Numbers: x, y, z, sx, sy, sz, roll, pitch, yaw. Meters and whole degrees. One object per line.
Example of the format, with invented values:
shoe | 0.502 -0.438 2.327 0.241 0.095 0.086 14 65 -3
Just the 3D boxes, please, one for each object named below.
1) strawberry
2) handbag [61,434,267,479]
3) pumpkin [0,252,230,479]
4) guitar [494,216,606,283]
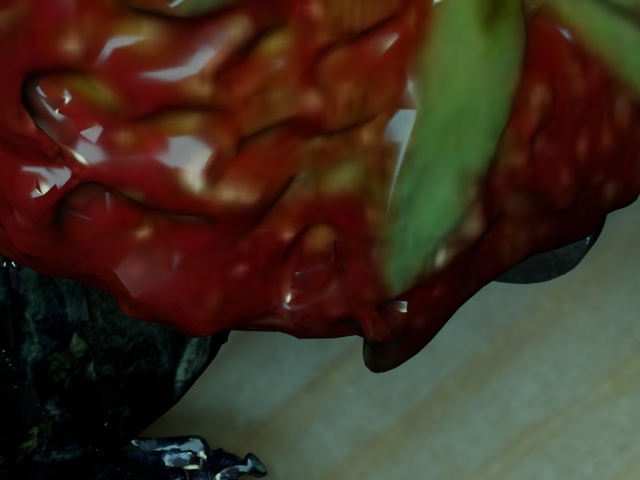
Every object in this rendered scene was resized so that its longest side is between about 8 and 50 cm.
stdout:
strawberry | -0.018 -0.118 0.456 0.257 0.261 0.261 28 119 48
handbag | -0.129 0.156 0.781 0.260 0.113 0.162 2 113 19
pumpkin | -0.138 -0.001 0.672 0.233 0.233 0.163 -7 113 22
guitar | 0.000 0.000 0.731 0.233 0.025 0.088 -21 98 26
